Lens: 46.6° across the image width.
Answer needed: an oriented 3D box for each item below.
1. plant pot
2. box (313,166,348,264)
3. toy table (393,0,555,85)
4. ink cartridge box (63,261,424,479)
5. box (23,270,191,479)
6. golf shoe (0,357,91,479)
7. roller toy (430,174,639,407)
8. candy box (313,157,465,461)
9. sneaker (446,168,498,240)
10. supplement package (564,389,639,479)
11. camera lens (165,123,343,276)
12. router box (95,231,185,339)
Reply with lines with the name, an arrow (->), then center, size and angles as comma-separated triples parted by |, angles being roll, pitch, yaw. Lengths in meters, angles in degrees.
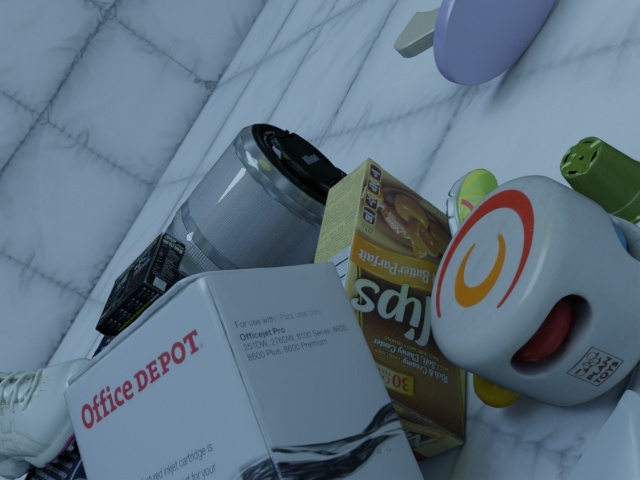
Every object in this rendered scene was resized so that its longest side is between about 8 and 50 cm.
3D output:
plant pot -> 0.293, -0.065, 0.767 | 0.083, 0.079, 0.083 | -43, 26, 27
box -> 0.000, 0.000, 1.297 | 0.183, 0.056, 0.231 | -48, 24, 23
toy table -> 0.230, -0.376, 1.133 | 0.274, 0.252, 0.161 | -46, 38, -7
ink cartridge box -> -0.056, 0.253, 0.668 | 0.285, 0.166, 0.394 | -36, 68, 39
box -> -0.187, 0.287, 0.978 | 0.212, 0.294, 0.395 | -16, 46, 58
golf shoe -> -0.367, 0.204, 0.889 | 0.306, 0.140, 0.115 | -34, 29, 39
roller toy -> 0.209, 0.052, 0.693 | 0.191, 0.146, 0.209 | -25, 43, 66
candy box -> 0.081, 0.073, 0.872 | 0.087, 0.183, 0.316 | -38, 28, 39
sneaker -> 0.205, -0.004, 0.879 | 0.094, 0.081, 0.208 | -24, 44, 41
supplement package -> 0.234, 0.243, 0.385 | 0.204, 0.145, 0.262 | -55, 22, 1
camera lens -> -0.100, -0.030, 1.177 | 0.274, 0.219, 0.219 | -48, 24, 20
router box -> -0.224, 0.059, 0.927 | 0.122, 0.038, 0.092 | -39, 28, 33
